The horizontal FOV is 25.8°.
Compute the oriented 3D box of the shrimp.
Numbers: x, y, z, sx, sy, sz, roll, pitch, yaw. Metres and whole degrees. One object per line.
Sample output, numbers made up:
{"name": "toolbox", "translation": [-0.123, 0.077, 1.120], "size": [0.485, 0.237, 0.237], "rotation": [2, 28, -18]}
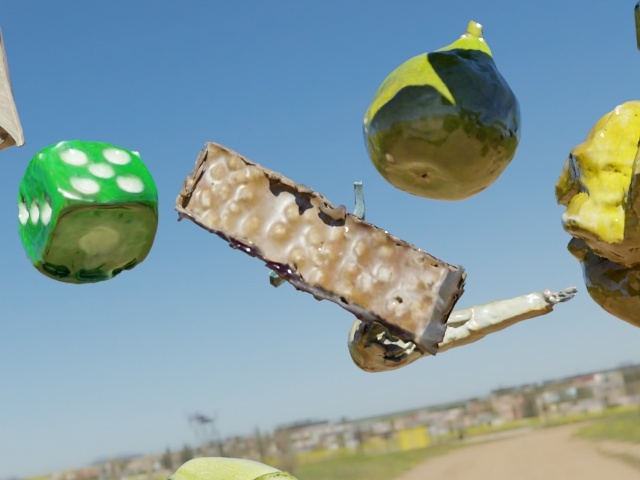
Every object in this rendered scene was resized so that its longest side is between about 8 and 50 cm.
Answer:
{"name": "shrimp", "translation": [0.139, 0.109, 1.614], "size": [0.287, 0.068, 0.185], "rotation": [-5, -11, -30]}

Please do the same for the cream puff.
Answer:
{"name": "cream puff", "translation": [0.363, -0.052, 1.387], "size": [0.257, 0.291, 0.324], "rotation": [12, -18, 34]}

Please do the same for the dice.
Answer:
{"name": "dice", "translation": [-0.264, -0.034, 1.577], "size": [0.131, 0.120, 0.128], "rotation": [-2, -47, -31]}

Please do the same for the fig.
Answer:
{"name": "fig", "translation": [0.208, -0.197, 2.059], "size": [0.314, 0.233, 0.233], "rotation": [-45, 4, -19]}

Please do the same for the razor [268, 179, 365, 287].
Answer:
{"name": "razor", "translation": [0.003, 0.000, 1.740], "size": [0.033, 0.066, 0.190], "rotation": [26, 48, 31]}

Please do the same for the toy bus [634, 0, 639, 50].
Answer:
{"name": "toy bus", "translation": [0.439, -0.297, 1.721], "size": [0.101, 0.175, 0.088], "rotation": [0, 27, 21]}

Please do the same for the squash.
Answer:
{"name": "squash", "translation": [-0.107, 0.267, 1.441], "size": [0.094, 0.094, 0.224], "rotation": [-5, 5, -34]}

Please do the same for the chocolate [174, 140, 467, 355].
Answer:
{"name": "chocolate", "translation": [0.001, 0.003, 1.418], "size": [0.329, 0.102, 0.065], "rotation": [28, 13, 21]}

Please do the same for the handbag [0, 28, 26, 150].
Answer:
{"name": "handbag", "translation": [-0.468, -0.181, 1.778], "size": [0.182, 0.270, 0.117], "rotation": [-28, -36, 12]}
